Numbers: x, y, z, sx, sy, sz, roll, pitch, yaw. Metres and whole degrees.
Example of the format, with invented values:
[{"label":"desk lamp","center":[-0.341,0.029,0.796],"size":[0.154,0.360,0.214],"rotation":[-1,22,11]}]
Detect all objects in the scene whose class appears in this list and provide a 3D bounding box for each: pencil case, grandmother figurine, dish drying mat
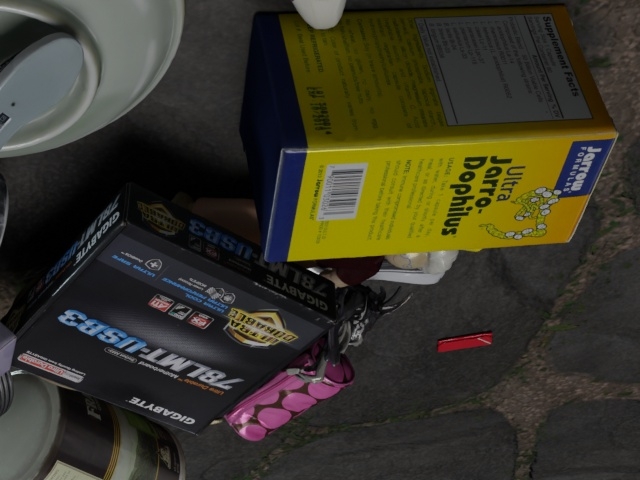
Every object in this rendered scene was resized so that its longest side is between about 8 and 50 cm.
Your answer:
[{"label":"pencil case","center":[-0.054,0.220,2.007],"size":[0.209,0.095,0.098],"rotation":[-38,168,31]},{"label":"grandmother figurine","center":[0.000,0.000,1.627],"size":[0.343,0.104,0.208],"rotation":[0,153,18]},{"label":"dish drying mat","center":[0.218,0.154,2.064],"size":[0.083,0.008,0.032],"rotation":[-9,146,-4]}]

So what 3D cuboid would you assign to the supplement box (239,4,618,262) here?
[{"label":"supplement box","center":[0.106,-0.117,1.492],"size":[0.357,0.194,0.195],"rotation":[-3,144,-12]}]

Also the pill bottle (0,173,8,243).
[{"label":"pill bottle","center":[-0.476,-0.042,1.483],"size":[0.246,0.130,0.130],"rotation":[15,137,-31]}]

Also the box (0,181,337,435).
[{"label":"box","center":[-0.182,0.094,1.607],"size":[0.296,0.073,0.293],"rotation":[27,129,-28]}]

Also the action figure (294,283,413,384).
[{"label":"action figure","center":[-0.024,0.100,1.793],"size":[0.276,0.164,0.140],"rotation":[6,104,-15]}]

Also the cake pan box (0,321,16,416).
[{"label":"cake pan box","center":[-0.481,0.121,1.620],"size":[0.070,0.267,0.245],"rotation":[-43,164,-38]}]

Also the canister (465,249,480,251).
[{"label":"canister","center":[0.145,-0.045,1.711],"size":[0.170,0.073,0.126],"rotation":[7,140,-28]}]

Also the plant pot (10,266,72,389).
[{"label":"plant pot","center":[-0.268,0.083,1.722],"size":[0.237,0.109,0.237],"rotation":[-3,138,-3]}]

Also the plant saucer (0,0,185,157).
[{"label":"plant saucer","center":[-0.329,-0.190,1.347],"size":[0.401,0.100,0.400],"rotation":[-7,145,-5]}]

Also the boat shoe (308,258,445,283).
[{"label":"boat shoe","center":[0.066,0.009,1.765],"size":[0.229,0.080,0.076],"rotation":[6,124,-19]}]

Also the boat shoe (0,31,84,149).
[{"label":"boat shoe","center":[-0.309,-0.139,1.288],"size":[0.183,0.083,0.065],"rotation":[-45,141,-1]}]

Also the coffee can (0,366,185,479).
[{"label":"coffee can","center":[-0.354,0.312,1.948],"size":[0.202,0.201,0.275],"rotation":[-28,142,21]}]

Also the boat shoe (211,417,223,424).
[{"label":"boat shoe","center":[-0.163,0.211,1.917],"size":[0.095,0.095,0.257],"rotation":[15,151,-18]}]

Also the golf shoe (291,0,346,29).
[{"label":"golf shoe","center":[-0.001,-0.267,1.349],"size":[0.068,0.086,0.186],"rotation":[-11,146,-4]}]
